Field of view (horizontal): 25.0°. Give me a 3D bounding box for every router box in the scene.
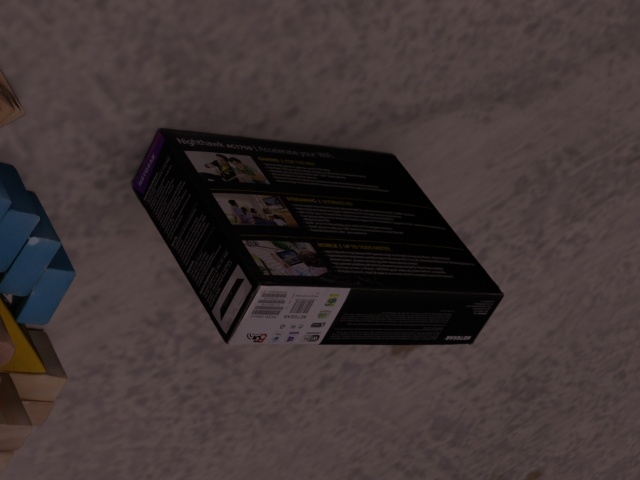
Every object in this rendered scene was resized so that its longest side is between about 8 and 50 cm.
[{"bbox_3d":[0.000,0.000,0.822,0.178,0.133,0.046,4,128,-38],"label":"router box"}]

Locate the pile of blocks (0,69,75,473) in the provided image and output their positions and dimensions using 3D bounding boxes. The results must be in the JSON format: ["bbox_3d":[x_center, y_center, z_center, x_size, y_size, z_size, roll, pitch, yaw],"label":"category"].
[{"bbox_3d":[-0.189,0.008,0.710,0.149,0.113,0.362,-31,143,-4],"label":"pile of blocks"}]
